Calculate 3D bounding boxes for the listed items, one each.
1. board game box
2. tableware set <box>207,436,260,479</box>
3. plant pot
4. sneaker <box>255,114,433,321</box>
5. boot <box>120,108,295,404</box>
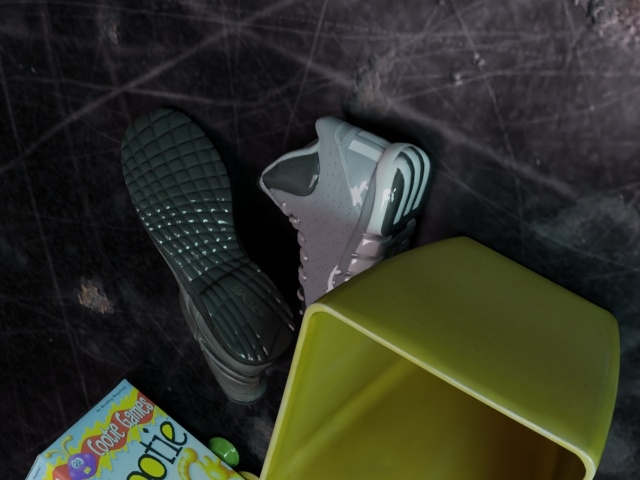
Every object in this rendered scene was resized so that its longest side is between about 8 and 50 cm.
[{"bbox_3d":[-0.152,0.297,1.184,0.275,0.144,0.142,38,129,7],"label":"board game box"},{"bbox_3d":[-0.075,0.272,1.232,0.154,0.024,0.104,48,130,0],"label":"tableware set"},{"bbox_3d":[0.106,0.122,0.892,0.212,0.187,0.212,29,131,16],"label":"plant pot"},{"bbox_3d":[0.000,0.000,0.967,0.132,0.086,0.229,31,122,21],"label":"sneaker"},{"bbox_3d":[-0.110,0.022,1.042,0.247,0.083,0.161,63,160,12],"label":"boot"}]
